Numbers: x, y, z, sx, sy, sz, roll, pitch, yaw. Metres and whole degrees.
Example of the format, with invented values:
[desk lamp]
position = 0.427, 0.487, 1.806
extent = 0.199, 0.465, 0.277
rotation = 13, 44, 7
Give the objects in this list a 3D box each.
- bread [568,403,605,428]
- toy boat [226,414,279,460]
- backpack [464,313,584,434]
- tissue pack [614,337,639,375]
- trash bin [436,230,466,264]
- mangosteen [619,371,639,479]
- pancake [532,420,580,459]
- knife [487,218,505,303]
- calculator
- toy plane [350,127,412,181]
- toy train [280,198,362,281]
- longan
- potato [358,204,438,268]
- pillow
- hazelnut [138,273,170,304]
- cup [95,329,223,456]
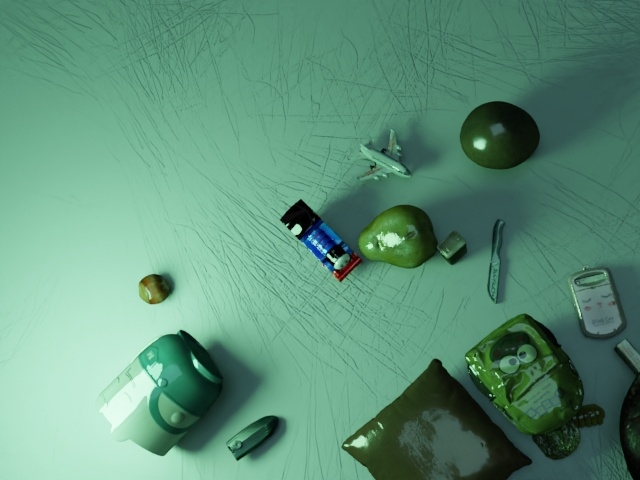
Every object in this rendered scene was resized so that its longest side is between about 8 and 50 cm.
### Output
[bread]
position = 0.582, 0.388, 1.625
extent = 0.088, 0.034, 0.049
rotation = -11, 78, 11
[toy boat]
position = -0.159, 0.471, 1.788
extent = 0.141, 0.060, 0.055
rotation = -36, 69, -5
[backpack]
position = 0.455, 0.302, 1.623
extent = 0.207, 0.140, 0.253
rotation = -36, 64, 1
[tissue pack]
position = 0.684, 0.259, 1.620
extent = 0.035, 0.063, 0.083
rotation = -39, 67, 5
[trash bin]
position = 0.317, 0.021, 1.770
extent = 0.061, 0.092, 0.043
rotation = -42, 69, 0
[mangosteen]
position = 0.803, 0.384, 1.422
extent = 0.435, 0.382, 0.382
rotation = 25, 80, -19
[pancake]
position = 0.517, 0.427, 1.625
extent = 0.108, 0.017, 0.108
rotation = -4, 82, 31
[knife]
position = 0.421, 0.048, 1.776
extent = 0.028, 0.015, 0.210
rotation = 7, 77, 11
[calculator]
position = 0.630, 0.138, 1.684
extent = 0.100, 0.032, 0.175
rotation = -14, 71, 11
[toy plane]
position = 0.165, -0.203, 1.891
extent = 0.171, 0.065, 0.162
rotation = 35, 85, 19
[toy train]
position = 0.000, 0.000, 1.841
extent = 0.083, 0.131, 0.204
rotation = -45, 68, -1
[longan]
position = 0.434, -0.254, 1.789
extent = 0.187, 0.167, 0.167
rotation = 8, 76, -5
[potato]
position = 0.184, -0.003, 1.786
extent = 0.194, 0.157, 0.157
rotation = -13, 71, 23
[pillow]
position = 0.252, 0.474, 1.646
extent = 0.305, 0.108, 0.308
rotation = -43, 65, 0
[hazelnut]
position = -0.441, 0.130, 1.956
extent = 0.086, 0.086, 0.086
rotation = -4, 73, 14
[cup]
position = -0.393, 0.354, 1.816
extent = 0.257, 0.219, 0.290
rotation = -45, 36, -2
